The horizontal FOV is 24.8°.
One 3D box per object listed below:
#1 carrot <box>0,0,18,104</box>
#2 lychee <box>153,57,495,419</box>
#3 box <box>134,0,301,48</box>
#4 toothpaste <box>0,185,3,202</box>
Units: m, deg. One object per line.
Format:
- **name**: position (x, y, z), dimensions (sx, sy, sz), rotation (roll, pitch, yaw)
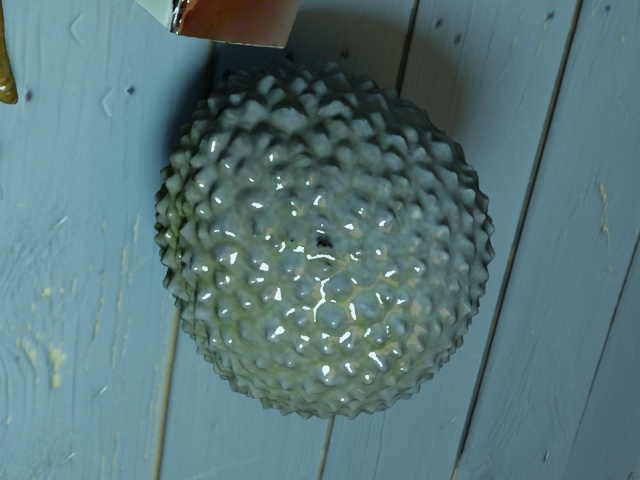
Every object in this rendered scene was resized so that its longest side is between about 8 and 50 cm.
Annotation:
- **carrot**: position (-0.324, -0.209, 1.413), dimensions (0.047, 0.047, 0.191), rotation (-25, 135, -24)
- **lychee**: position (0.000, 0.000, 1.623), dimensions (0.380, 0.380, 0.432), rotation (-45, 120, -3)
- **box**: position (-0.120, -0.394, 1.188), dimensions (0.122, 0.385, 0.344), rotation (1, 119, -41)
- **toothpaste**: position (-0.486, -0.056, 1.370), dimensions (0.371, 0.080, 0.125), rotation (-16, 93, -33)
